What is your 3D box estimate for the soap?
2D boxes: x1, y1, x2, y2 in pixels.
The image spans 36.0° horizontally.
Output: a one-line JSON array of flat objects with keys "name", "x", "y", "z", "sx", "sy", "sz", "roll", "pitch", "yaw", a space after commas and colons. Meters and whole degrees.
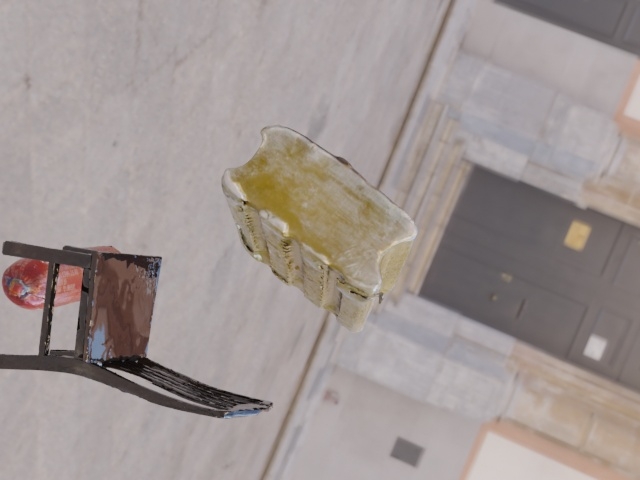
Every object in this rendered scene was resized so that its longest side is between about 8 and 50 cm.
[{"name": "soap", "x": 0.000, "y": 0.000, "z": 0.960, "sx": 0.089, "sy": 0.173, "sz": 0.274, "roll": -53, "pitch": 173, "yaw": -10}]

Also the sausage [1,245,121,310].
[{"name": "sausage", "x": -0.327, "y": 0.047, "z": 1.255, "sx": 0.274, "sy": 0.074, "sz": 0.074, "roll": -11, "pitch": 123, "yaw": -80}]

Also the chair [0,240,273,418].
[{"name": "chair", "x": -0.130, "y": 0.061, "z": 0.722, "sx": 0.084, "sy": 0.212, "sz": 0.102, "roll": 6, "pitch": 91, "yaw": -66}]
